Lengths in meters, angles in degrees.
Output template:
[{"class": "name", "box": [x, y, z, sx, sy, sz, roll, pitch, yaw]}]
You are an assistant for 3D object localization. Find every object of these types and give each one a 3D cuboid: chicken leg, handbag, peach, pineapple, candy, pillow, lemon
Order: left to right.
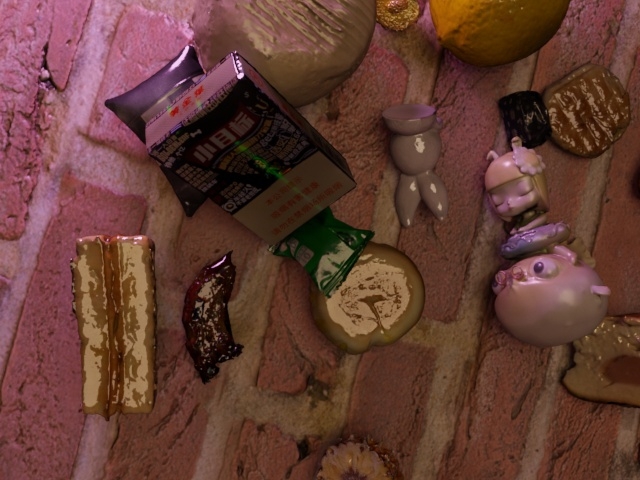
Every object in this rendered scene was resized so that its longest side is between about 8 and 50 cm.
[{"class": "pillow", "box": [-0.231, -0.191, 1.351, 0.186, 0.106, 0.249, -35, 99, -5]}, {"class": "chicken leg", "box": [-0.193, 0.137, 1.365, 0.105, 0.063, 0.233, -4, 87, -16]}, {"class": "candy", "box": [0.000, -0.004, 1.356, 0.141, 0.203, 0.078, -38, 129, -15]}, {"class": "pineapple", "box": [0.090, 0.427, 1.381, 0.161, 0.137, 0.176, -27, 78, 27]}, {"class": "peach", "box": [0.138, -0.444, 1.460, 0.098, 0.061, 0.098, -1, 109, -2]}, {"class": "lemon", "box": [0.327, -0.448, 1.405, 0.267, 0.267, 0.267, 1, 87, -11]}, {"class": "handbag", "box": [0.400, -0.235, 1.462, 0.072, 0.139, 0.115, -15, 91, -4]}]

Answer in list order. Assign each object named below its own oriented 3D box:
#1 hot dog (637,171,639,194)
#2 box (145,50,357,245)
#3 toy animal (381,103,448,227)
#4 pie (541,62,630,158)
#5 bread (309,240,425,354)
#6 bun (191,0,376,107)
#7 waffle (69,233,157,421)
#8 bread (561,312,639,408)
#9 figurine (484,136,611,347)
[{"class": "hot dog", "box": [0.761, -0.213, 1.531, 0.117, 0.158, 0.348, 32, 78, -27]}, {"class": "box", "box": [-0.107, -0.139, 1.264, 0.198, 0.084, 0.310, -35, 134, 18]}, {"class": "toy animal", "box": [0.184, -0.145, 1.445, 0.104, 0.131, 0.220, -4, 114, 15]}, {"class": "pie", "box": [0.532, -0.254, 1.537, 0.195, 0.046, 0.195, 1, 86, -10]}, {"class": "bread", "box": [0.082, 0.101, 1.401, 0.213, 0.105, 0.213, 0, 87, -8]}, {"class": "bun", "box": [-0.067, -0.394, 1.337, 0.326, 0.234, 0.361, 10, 69, -17]}, {"class": "waffle", "box": [-0.309, 0.121, 1.185, 0.114, 0.376, 0.260, 0, 89, -12]}, {"class": "bread", "box": [0.611, 0.234, 1.446, 0.224, 0.211, 0.183, 3, 94, -16]}, {"class": "figurine", "box": [0.419, -0.003, 1.460, 0.275, 0.227, 0.394, -9, 76, -42]}]
